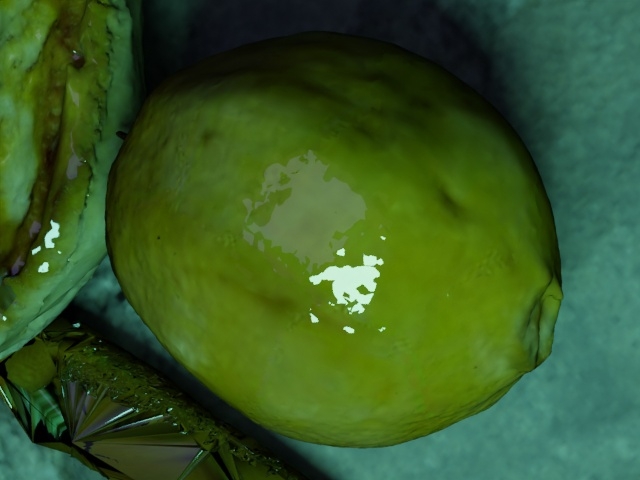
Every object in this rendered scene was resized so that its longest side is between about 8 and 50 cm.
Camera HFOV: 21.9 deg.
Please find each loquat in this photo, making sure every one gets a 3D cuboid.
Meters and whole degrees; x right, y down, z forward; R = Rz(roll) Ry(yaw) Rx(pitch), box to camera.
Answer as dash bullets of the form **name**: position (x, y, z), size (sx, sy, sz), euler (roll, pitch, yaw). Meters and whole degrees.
- **loquat**: position (0.000, 0.000, 0.754), size (0.234, 0.176, 0.187), euler (27, 133, 21)

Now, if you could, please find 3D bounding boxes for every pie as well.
- **pie**: position (-0.208, -0.074, 0.891), size (0.315, 0.092, 0.315), euler (-7, 77, 31)

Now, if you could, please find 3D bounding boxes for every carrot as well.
- **carrot**: position (-0.073, 0.114, 0.852), size (0.228, 0.069, 0.069), euler (30, 100, 21)
